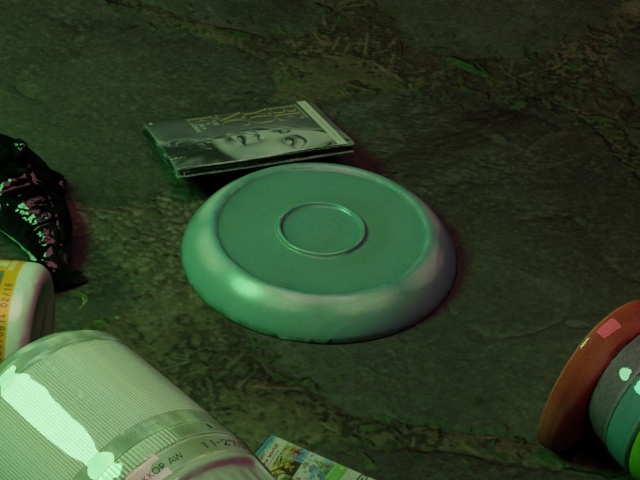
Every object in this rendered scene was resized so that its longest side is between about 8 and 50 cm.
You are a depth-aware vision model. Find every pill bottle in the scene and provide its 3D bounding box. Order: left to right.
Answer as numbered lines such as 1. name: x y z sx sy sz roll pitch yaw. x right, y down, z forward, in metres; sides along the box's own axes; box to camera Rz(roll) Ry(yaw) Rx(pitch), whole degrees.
1. pill bottle: -0.416 0.089 1.909 0.278 0.162 0.162 6 37 2

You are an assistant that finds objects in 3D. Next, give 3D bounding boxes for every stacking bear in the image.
1. stacking bear: 0.380 0.201 1.853 0.175 0.164 0.289 -26 51 -33

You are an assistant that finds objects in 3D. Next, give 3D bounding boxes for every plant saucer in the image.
1. plant saucer: 0.000 0.000 2.165 0.318 0.043 0.317 2 38 -2

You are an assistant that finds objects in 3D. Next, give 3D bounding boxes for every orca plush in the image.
1. orca plush: -0.356 -0.062 2.160 0.151 0.102 0.287 -7 39 -14

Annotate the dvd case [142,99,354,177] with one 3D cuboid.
1. dvd case: -0.089 -0.126 2.310 0.221 0.018 0.164 -9 25 -17

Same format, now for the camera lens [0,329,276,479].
1. camera lens: -0.184 0.227 1.702 0.219 0.219 0.274 -27 47 -34

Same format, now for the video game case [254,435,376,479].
1. video game case: -0.006 0.258 1.847 0.166 0.015 0.119 22 41 21
